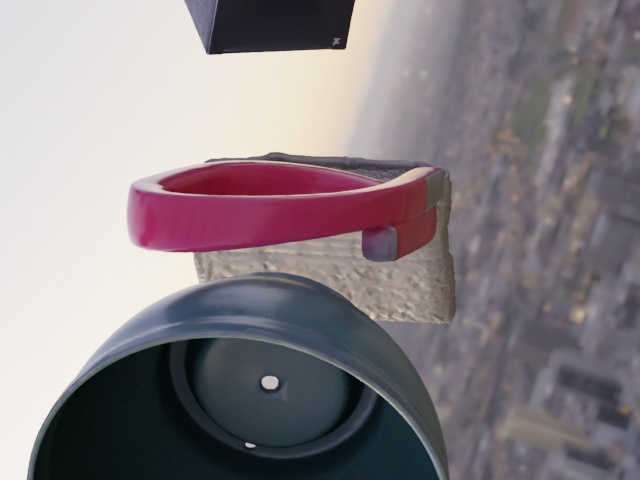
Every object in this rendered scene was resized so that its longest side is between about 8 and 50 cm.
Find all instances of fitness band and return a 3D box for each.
[{"bbox_3d":[-0.023,-0.024,1.324,0.291,0.209,0.054,-23,-66,-72],"label":"fitness band"}]

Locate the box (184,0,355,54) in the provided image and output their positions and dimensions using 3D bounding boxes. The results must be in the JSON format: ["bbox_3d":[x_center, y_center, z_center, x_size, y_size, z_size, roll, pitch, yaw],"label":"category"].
[{"bbox_3d":[-0.060,-0.278,1.885,0.158,0.156,0.093,-114,27,-42],"label":"box"}]

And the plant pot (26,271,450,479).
[{"bbox_3d":[-0.045,0.141,1.290,0.196,0.293,0.293,-77,5,-60],"label":"plant pot"}]

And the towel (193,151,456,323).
[{"bbox_3d":[0.000,0.000,1.845,0.049,0.282,0.187,-69,-22,-52],"label":"towel"}]
